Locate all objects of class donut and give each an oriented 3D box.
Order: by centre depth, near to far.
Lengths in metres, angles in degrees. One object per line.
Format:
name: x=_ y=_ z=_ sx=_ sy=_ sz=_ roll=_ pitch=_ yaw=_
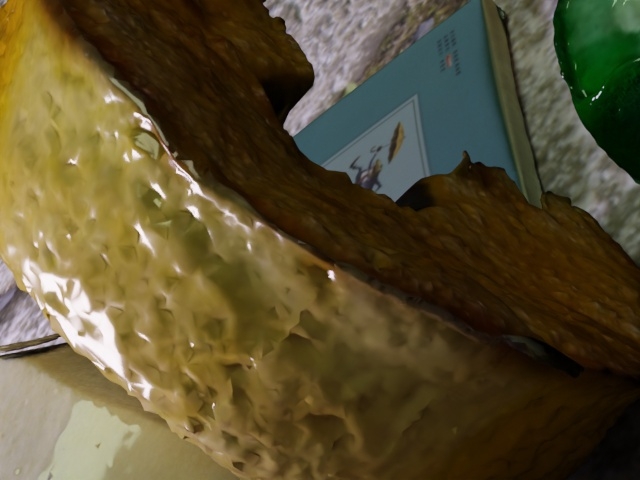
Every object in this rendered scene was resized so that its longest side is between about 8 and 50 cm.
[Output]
donut: x=-0.024 y=0.000 z=0.928 sx=0.163 sy=0.435 sz=0.377 roll=-56 pitch=-2 yaw=16

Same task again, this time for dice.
dice: x=0.223 y=-0.116 z=1.015 sx=0.131 sy=0.120 sz=0.128 roll=-29 pitch=38 yaw=30

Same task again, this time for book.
book: x=0.000 y=0.000 z=1.274 sx=0.379 sy=0.031 sz=0.264 roll=-35 pitch=37 yaw=27

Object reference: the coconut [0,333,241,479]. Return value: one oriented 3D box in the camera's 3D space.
coconut: x=-0.101 y=0.195 z=0.971 sx=0.323 sy=0.323 sz=0.323 roll=-33 pitch=37 yaw=30
